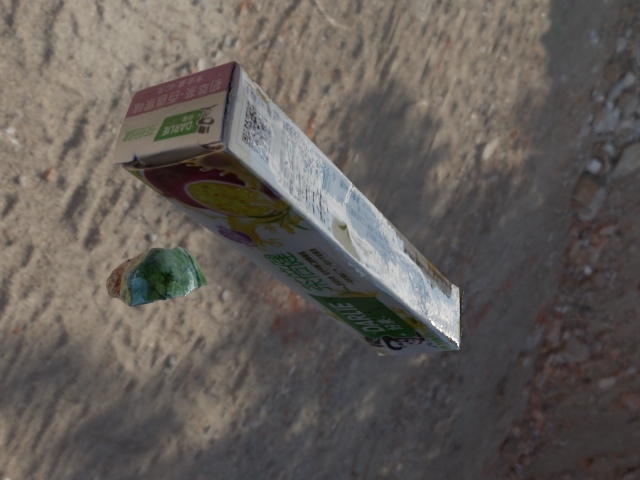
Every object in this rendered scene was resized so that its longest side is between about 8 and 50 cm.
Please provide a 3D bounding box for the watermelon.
[{"bbox_3d":[-0.245,0.046,1.230,0.187,0.139,0.071,-18,100,-66],"label":"watermelon"}]

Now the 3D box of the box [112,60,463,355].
[{"bbox_3d":[0.000,0.000,0.385,0.207,0.050,0.041,40,48,-49],"label":"box"}]
